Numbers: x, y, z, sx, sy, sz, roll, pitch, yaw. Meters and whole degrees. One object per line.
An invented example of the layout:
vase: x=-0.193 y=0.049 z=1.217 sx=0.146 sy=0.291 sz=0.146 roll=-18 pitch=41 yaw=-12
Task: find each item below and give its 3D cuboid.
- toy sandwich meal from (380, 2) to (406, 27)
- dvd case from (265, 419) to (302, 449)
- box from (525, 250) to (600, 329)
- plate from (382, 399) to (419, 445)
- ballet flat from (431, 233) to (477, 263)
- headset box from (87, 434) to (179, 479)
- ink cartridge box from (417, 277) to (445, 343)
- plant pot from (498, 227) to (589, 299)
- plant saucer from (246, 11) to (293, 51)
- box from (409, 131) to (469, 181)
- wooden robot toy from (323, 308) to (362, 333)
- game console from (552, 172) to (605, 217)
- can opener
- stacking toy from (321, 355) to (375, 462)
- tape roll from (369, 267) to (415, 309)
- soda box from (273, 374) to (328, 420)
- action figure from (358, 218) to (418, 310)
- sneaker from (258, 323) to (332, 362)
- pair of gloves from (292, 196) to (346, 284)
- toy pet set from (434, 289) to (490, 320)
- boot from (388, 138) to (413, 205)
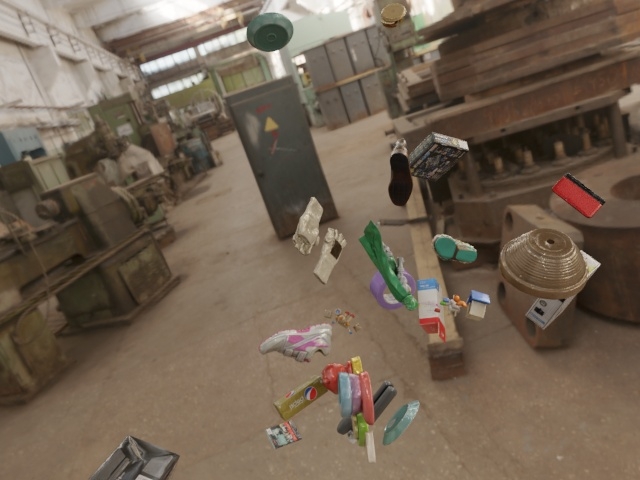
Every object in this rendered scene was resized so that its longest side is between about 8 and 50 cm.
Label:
toy sandwich meal: x=0.225 y=-0.694 z=1.618 sx=0.085 sy=0.029 sz=0.086 roll=-6 pitch=62 yaw=11
dvd case: x=-0.140 y=0.735 z=1.987 sx=0.119 sy=0.013 sz=0.087 roll=-7 pitch=40 yaw=-35
box: x=0.921 y=0.192 z=2.000 sx=0.169 sy=0.290 sz=0.087 roll=-26 pitch=56 yaw=-35
plate: x=0.265 y=0.610 z=1.775 sx=0.188 sy=0.024 sz=0.188 roll=-49 pitch=-3 yaw=-3
ballet flat: x=0.469 y=0.030 z=1.902 sx=0.241 sy=0.091 sz=0.077 roll=21 pitch=7 yaw=-35
headset box: x=-0.365 y=0.525 z=0.885 sx=0.110 sy=0.293 sz=0.218 roll=20 pitch=10 yaw=3
ink cartridge box: x=0.438 y=0.281 z=2.066 sx=0.078 sy=0.134 sz=0.231 roll=-9 pitch=61 yaw=22
plant pot: x=0.629 y=0.042 z=1.460 sx=0.237 sy=0.110 sz=0.237 roll=-2 pitch=41 yaw=1
plant saucer: x=-0.124 y=-0.509 z=1.299 sx=0.119 sy=0.021 sz=0.119 roll=-10 pitch=-27 yaw=-5
box: x=0.449 y=-0.326 z=2.079 sx=0.175 sy=0.051 sz=0.220 roll=8 pitch=-32 yaw=-26
wooden robot toy: x=0.091 y=0.323 z=2.191 sx=0.173 sy=0.079 sz=0.076 roll=27 pitch=74 yaw=26
game console: x=0.798 y=-0.133 z=1.637 sx=0.085 sy=0.144 sz=0.124 roll=-47 pitch=-17 yaw=6
can opener: x=0.178 y=0.646 z=1.974 sx=0.280 sy=0.093 sz=0.074 roll=-50 pitch=26 yaw=8
stacking toy: x=0.080 y=0.520 z=1.623 sx=0.130 sy=0.279 sz=0.309 roll=-3 pitch=-2 yaw=-3
tape roll: x=0.318 y=0.205 z=2.309 sx=0.189 sy=0.189 sz=0.080 roll=-22 pitch=32 yaw=-10
soda box: x=-0.067 y=0.537 z=1.794 sx=0.181 sy=0.061 sz=0.058 roll=-30 pitch=5 yaw=-20
action figure: x=0.175 y=0.070 z=1.295 sx=0.063 sy=0.232 sz=0.137 roll=-22 pitch=-20 yaw=-10
sneaker: x=-0.075 y=0.349 z=1.717 sx=0.252 sy=0.111 sz=0.103 roll=-10 pitch=-18 yaw=-7
pair of gloves: x=0.000 y=0.000 z=1.735 sx=0.042 sy=0.240 sz=0.204 roll=-6 pitch=41 yaw=35
toy pet set: x=0.342 y=0.142 z=1.252 sx=0.114 sy=0.065 sz=0.122 roll=16 pitch=-18 yaw=6
boot: x=0.263 y=-0.220 z=1.694 sx=0.082 sy=0.219 sz=0.106 roll=5 pitch=45 yaw=11
